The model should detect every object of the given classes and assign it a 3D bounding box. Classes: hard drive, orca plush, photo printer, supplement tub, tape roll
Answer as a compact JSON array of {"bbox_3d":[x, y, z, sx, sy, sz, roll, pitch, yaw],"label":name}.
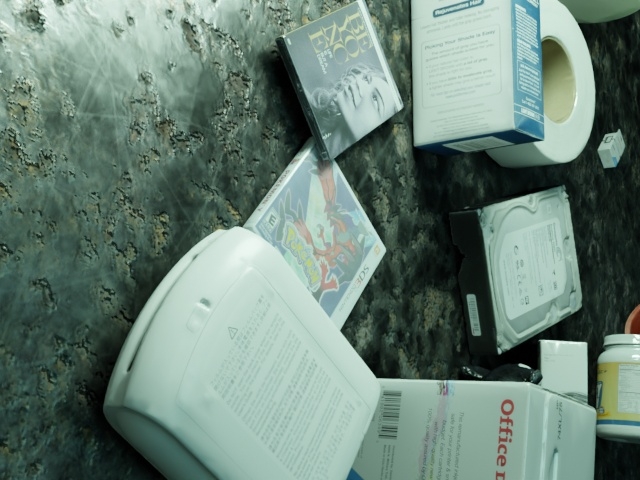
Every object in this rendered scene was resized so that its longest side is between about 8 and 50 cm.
[{"bbox_3d":[0.343,0.040,1.508,0.339,0.064,0.237,-14,97,-51],"label":"hard drive"},{"bbox_3d":[0.241,0.246,1.368,0.287,0.102,0.151,-31,154,-40],"label":"orca plush"},{"bbox_3d":[-0.078,0.159,0.943,0.307,0.107,0.256,53,48,-32],"label":"photo printer"},{"bbox_3d":[0.619,0.294,1.747,0.144,0.144,0.200,24,67,-47],"label":"supplement tub"},{"bbox_3d":[0.361,-0.268,1.522,0.286,0.100,0.286,4,85,-45],"label":"tape roll"}]

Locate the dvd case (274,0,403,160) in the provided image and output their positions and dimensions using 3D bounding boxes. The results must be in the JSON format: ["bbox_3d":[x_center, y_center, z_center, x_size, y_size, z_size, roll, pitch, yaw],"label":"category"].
[{"bbox_3d":[0.033,-0.218,1.176,0.221,0.018,0.165,-41,113,-51],"label":"dvd case"}]

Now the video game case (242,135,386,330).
[{"bbox_3d":[0.000,0.000,1.124,0.201,0.023,0.183,58,46,-28],"label":"video game case"}]

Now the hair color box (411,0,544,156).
[{"bbox_3d":[0.233,-0.313,1.327,0.105,0.173,0.347,7,81,-51],"label":"hair color box"}]

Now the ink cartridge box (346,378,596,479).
[{"bbox_3d":[0.178,0.287,1.111,0.197,0.270,0.198,25,67,-47],"label":"ink cartridge box"}]

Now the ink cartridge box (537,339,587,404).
[{"bbox_3d":[0.410,0.270,1.511,0.139,0.082,0.191,36,56,-75],"label":"ink cartridge box"}]

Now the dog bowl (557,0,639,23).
[{"bbox_3d":[0.469,-0.502,1.568,0.265,0.264,0.104,33,63,-44],"label":"dog bowl"}]

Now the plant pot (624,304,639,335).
[{"bbox_3d":[0.821,0.287,1.925,0.272,0.272,0.265,-52,132,-40],"label":"plant pot"}]

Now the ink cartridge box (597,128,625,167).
[{"bbox_3d":[0.627,-0.198,1.909,0.083,0.028,0.048,-51,123,-41],"label":"ink cartridge box"}]
